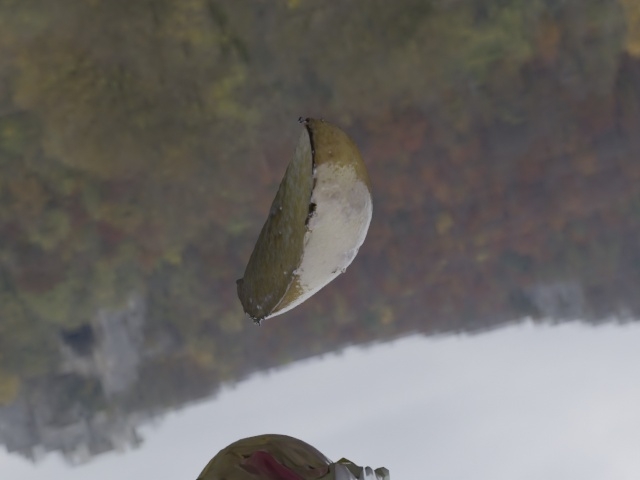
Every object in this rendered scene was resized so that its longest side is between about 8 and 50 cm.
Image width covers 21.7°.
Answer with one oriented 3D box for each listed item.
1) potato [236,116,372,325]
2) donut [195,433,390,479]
[{"bbox_3d":[0.000,0.000,0.595,0.036,0.037,0.093,-1,141,-23],"label":"potato"},{"bbox_3d":[-0.010,0.257,0.620,0.142,0.382,0.382,-15,-178,10],"label":"donut"}]
